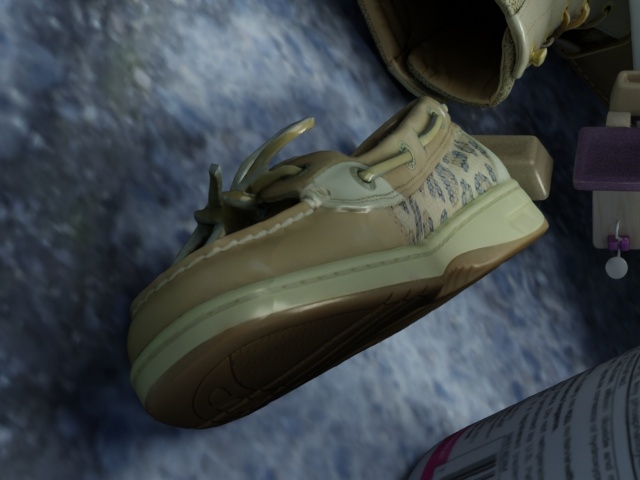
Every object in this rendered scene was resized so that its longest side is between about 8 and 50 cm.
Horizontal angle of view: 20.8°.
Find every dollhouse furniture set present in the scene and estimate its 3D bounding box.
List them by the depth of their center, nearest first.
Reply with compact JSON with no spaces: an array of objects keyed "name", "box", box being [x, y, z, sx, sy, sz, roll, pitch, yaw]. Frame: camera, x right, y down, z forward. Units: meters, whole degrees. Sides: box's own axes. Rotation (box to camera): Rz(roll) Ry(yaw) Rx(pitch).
[{"name":"dollhouse furniture set","box":[0.109,-0.028,0.866,0.091,0.114,0.081,-75,161,-46]}]

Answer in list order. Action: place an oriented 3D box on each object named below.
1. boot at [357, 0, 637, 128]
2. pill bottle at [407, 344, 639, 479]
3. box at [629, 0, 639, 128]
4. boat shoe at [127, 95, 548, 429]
[{"name":"boot","box":[0.123,-0.115,0.929,0.262,0.095,0.203,54,39,-20]},{"name":"pill bottle","box":[0.181,0.101,0.670,0.160,0.283,0.160,31,44,-35]},{"name":"box","box":[0.288,-0.045,0.910,0.215,0.168,0.345,10,75,-50]},{"name":"boat shoe","box":[0.000,0.000,0.692,0.089,0.104,0.285,58,24,6]}]
